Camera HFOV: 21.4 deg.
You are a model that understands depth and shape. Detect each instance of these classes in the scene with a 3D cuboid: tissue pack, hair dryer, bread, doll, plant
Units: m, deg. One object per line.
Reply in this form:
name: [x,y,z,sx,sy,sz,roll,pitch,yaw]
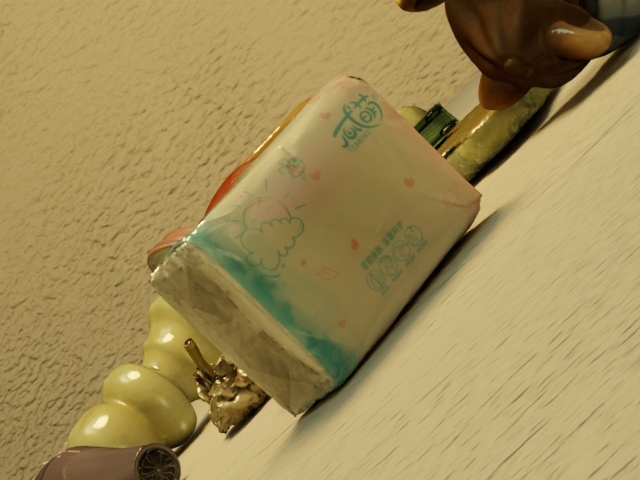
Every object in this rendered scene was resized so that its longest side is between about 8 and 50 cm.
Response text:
tissue pack: [0.002,0.002,1.575,0.271,0.201,0.124,-49,8,-33]
hair dryer: [-0.317,0.387,1.985,0.301,0.121,0.361,-26,27,55]
bread: [0.192,-0.125,2.030,0.207,0.056,0.286,-44,1,28]
doll: [0.275,-0.305,1.846,0.339,0.209,0.318,-40,14,-24]
plant: [-0.118,0.158,1.923,0.116,0.122,0.104,-28,27,56]

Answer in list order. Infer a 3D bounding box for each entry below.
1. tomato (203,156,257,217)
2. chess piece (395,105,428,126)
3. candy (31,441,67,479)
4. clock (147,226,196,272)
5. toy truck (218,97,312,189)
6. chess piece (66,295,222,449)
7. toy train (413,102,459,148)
tomato: [-0.027,0.009,1.750,0.184,0.208,0.208,-16,25,52]
chess piece: [0.075,-0.092,2.431,0.243,0.133,0.133,-46,2,19]
candy: [-0.369,0.375,2.394,0.265,0.116,0.155,-43,3,45]
clock: [-0.127,0.053,2.409,0.244,0.244,0.056,140,148,-62]
toy truck: [0.002,-0.056,2.266,0.204,0.211,0.288,-46,-1,11]
chess piece: [-0.213,0.203,2.287,0.330,0.182,0.182,-54,6,-28]
toy train: [0.125,-0.123,2.065,0.093,0.038,0.056,-46,-3,-25]
